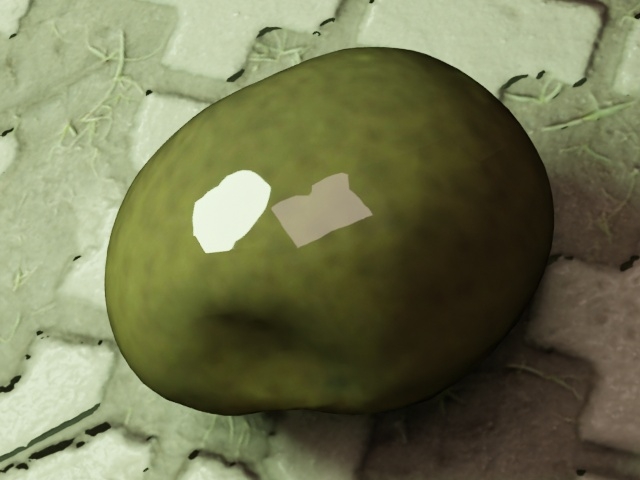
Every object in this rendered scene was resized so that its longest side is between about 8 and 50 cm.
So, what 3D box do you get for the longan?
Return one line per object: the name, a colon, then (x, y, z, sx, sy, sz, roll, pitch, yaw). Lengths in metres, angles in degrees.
longan: (0.000, 0.000, 1.306, 0.350, 0.288, 0.288, -16, 60, 16)
